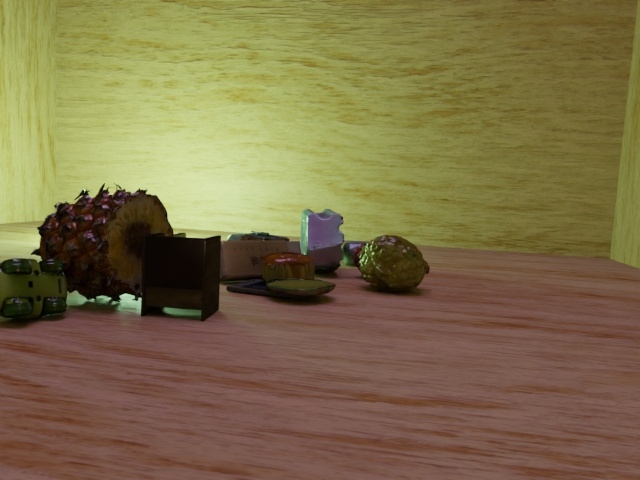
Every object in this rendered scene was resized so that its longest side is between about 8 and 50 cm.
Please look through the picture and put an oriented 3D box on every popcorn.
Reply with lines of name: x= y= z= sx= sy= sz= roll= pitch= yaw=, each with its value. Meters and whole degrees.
popcorn: x=0.276 y=0.089 z=1.953 sx=0.252 sy=0.205 sz=0.237 roll=13 pitch=-15 yaw=-34

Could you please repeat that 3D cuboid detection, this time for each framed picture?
framed picture: x=-0.148 y=0.164 z=1.814 sx=0.282 sy=0.019 sz=0.209 roll=5 pitch=6 yaw=18

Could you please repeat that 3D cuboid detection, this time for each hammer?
hammer: x=0.227 y=0.086 z=2.434 sx=0.207 sy=0.118 sz=0.335 roll=0 pitch=13 yaw=-12

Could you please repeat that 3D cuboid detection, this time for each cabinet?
cabinet: x=-0.373 y=0.092 z=1.445 sx=0.175 sy=0.214 sz=0.148 roll=3 pitch=4 yaw=6

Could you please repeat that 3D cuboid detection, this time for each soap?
soap: x=0.000 y=0.000 z=2.324 sx=0.156 sy=0.261 sz=0.446 roll=3 pitch=7 yaw=-7

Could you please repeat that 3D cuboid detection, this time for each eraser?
eraser: x=-0.226 y=0.074 z=2.005 sx=0.344 sy=0.143 sz=0.078 roll=-1 pitch=-17 yaw=-34

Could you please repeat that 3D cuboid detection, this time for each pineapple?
pineapple: x=-0.619 y=0.006 z=1.530 sx=0.301 sy=0.351 sz=0.352 roll=0 pitch=5 yaw=16

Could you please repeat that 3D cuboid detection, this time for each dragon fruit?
dragon fruit: x=0.226 y=0.095 z=2.182 sx=0.208 sy=0.150 sz=0.133 roll=32 pitch=63 yaw=25

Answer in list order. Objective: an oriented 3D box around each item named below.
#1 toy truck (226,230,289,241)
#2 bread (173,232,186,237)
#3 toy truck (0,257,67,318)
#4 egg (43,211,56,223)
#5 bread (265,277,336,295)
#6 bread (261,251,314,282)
toy truck: x=-0.269 y=0.042 z=2.248 sx=0.306 sy=0.162 sz=0.136 roll=8 pitch=8 yaw=40
bread: x=-0.694 y=0.033 z=2.234 sx=0.178 sy=0.135 sz=0.240 roll=4 pitch=8 yaw=19
toy truck: x=-0.738 y=0.127 z=1.331 sx=0.211 sy=0.148 sz=0.187 roll=-20 pitch=-14 yaw=42
egg: x=-0.986 y=0.017 z=2.157 sx=0.286 sy=0.174 sz=0.264 roll=32 pitch=18 yaw=21
bread: x=-0.066 y=0.150 z=1.724 sx=0.229 sy=0.033 sz=0.228 roll=3 pitch=3 yaw=0
bread: x=-0.114 y=0.098 z=1.894 sx=0.191 sy=0.114 sz=0.132 roll=-6 pitch=11 yaw=-28
